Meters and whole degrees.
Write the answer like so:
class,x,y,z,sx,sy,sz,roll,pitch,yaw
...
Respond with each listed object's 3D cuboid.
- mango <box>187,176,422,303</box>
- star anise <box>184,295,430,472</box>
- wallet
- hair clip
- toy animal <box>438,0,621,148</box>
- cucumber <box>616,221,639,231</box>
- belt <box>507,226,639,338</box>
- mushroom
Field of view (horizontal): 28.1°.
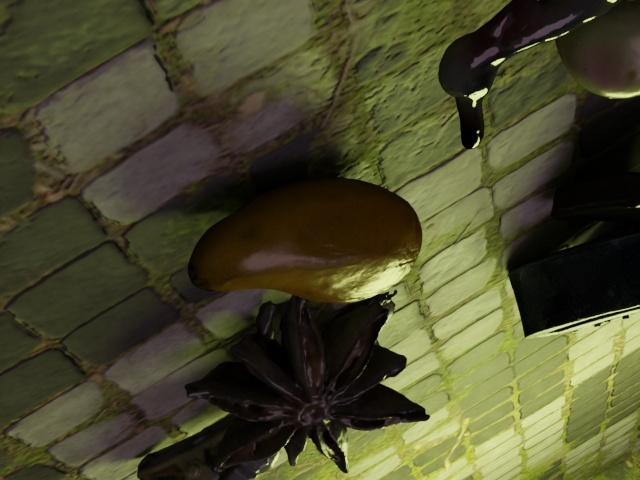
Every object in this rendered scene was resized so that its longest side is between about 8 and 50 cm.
class,x,y,z,sx,sy,sz,roll,pitch,yaw
mango,0.000,0.000,0.846,0.190,0.075,0.098,2,135,-43
star anise,-0.012,0.122,1.012,0.195,0.065,0.182,-38,124,8
wallet,0.360,-0.035,1.091,0.309,0.042,0.165,0,-179,-19
hair clip,-0.036,0.146,1.114,0.292,0.084,0.106,-40,175,8
toy animal,0.163,-0.171,0.666,0.324,0.090,0.195,-43,150,16
cucumber,0.338,-0.002,1.276,0.074,0.074,0.241,-10,150,-43
belt,0.266,0.036,1.194,0.141,0.082,0.190,-7,169,-38
mushroom,0.194,-0.134,0.827,0.083,0.067,0.084,-2,128,-2
